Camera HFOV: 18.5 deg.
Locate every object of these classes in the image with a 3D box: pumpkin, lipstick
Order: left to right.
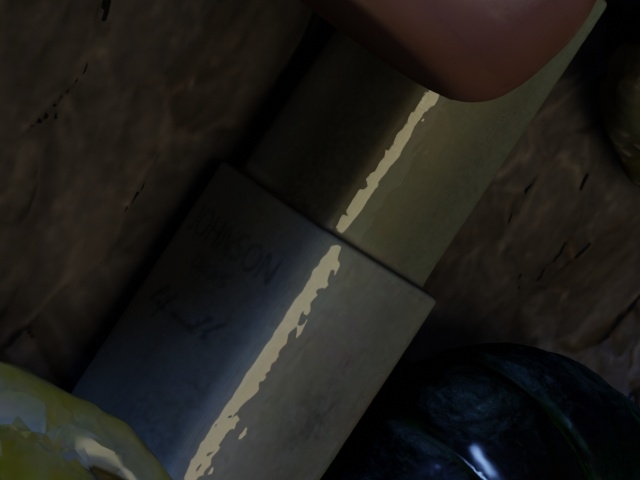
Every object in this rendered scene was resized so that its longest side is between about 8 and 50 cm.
[{"bbox_3d":[0.000,0.000,0.693,0.077,0.079,0.253,31,92,-45],"label":"lipstick"},{"bbox_3d":[0.064,0.138,0.782,0.202,0.140,0.202,-18,117,-38],"label":"pumpkin"}]

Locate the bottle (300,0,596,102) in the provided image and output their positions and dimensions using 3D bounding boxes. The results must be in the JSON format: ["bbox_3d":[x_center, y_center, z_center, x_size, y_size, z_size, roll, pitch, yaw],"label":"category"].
[{"bbox_3d":[0.067,-0.195,0.578,0.206,0.173,0.297,37,92,-15],"label":"bottle"}]

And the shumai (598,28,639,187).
[{"bbox_3d":[0.213,-0.086,0.795,0.201,0.201,0.120,45,42,-46],"label":"shumai"}]

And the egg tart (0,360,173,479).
[{"bbox_3d":[-0.159,0.193,0.574,0.345,0.132,0.345,-6,112,-14],"label":"egg tart"}]
